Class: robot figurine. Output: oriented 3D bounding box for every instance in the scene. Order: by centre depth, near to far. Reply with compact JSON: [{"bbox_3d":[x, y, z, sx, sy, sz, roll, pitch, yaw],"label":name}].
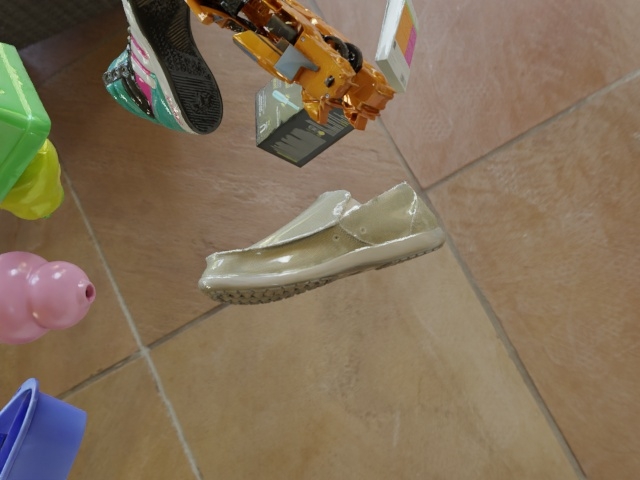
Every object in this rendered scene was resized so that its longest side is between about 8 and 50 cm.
[{"bbox_3d":[-0.051,-0.254,0.702,0.291,0.211,0.085,44,114,18],"label":"robot figurine"}]

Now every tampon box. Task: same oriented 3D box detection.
[{"bbox_3d":[-0.021,-0.220,0.949,0.161,0.101,0.120,-29,53,39],"label":"tampon box"}]

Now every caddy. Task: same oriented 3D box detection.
[{"bbox_3d":[-0.665,0.478,1.251,0.241,0.179,0.341,-12,56,53],"label":"caddy"}]

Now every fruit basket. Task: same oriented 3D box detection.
[{"bbox_3d":[-0.630,-0.196,1.133,0.392,0.392,0.283,44,102,13],"label":"fruit basket"}]

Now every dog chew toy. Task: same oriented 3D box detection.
[{"bbox_3d":[-0.596,0.110,1.096,0.332,0.206,0.206,-4,85,8],"label":"dog chew toy"}]

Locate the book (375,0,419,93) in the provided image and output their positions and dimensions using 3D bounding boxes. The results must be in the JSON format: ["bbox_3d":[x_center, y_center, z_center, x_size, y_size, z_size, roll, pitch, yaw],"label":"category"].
[{"bbox_3d":[0.140,-0.347,1.011,0.035,0.096,0.144,3,68,31],"label":"book"}]

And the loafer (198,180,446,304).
[{"bbox_3d":[0.000,0.000,0.599,0.269,0.102,0.092,-13,79,-23],"label":"loafer"}]

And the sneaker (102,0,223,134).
[{"bbox_3d":[-0.267,-0.303,0.875,0.178,0.124,0.295,8,124,39],"label":"sneaker"}]
